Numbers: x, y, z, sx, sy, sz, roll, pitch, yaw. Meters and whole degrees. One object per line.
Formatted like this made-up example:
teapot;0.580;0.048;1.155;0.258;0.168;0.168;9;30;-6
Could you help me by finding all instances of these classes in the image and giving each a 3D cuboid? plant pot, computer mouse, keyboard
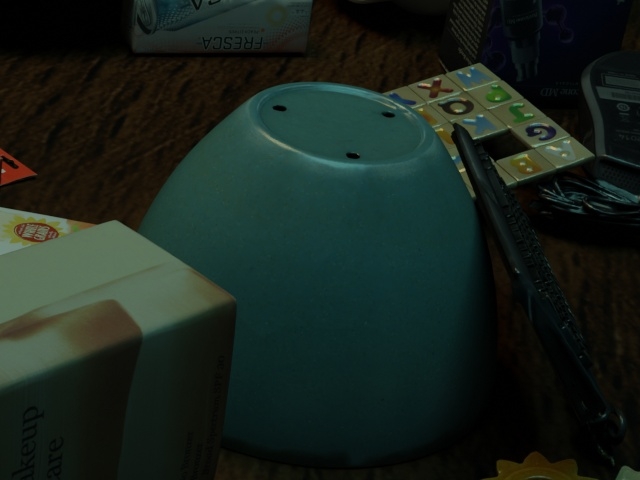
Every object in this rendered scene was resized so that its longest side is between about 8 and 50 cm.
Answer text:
plant pot;0.000;0.000;1.400;0.290;0.195;0.290;8;28;-4
computer mouse;0.287;-0.075;1.775;0.188;0.072;0.272;10;39;1
keyboard;0.164;0.041;1.416;0.033;0.201;0.317;-25;23;7

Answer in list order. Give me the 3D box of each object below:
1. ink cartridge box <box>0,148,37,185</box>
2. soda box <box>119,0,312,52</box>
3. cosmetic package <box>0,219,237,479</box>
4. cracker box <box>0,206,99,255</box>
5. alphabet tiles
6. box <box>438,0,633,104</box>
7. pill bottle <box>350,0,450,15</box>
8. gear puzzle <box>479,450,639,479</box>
ink cartridge box;-0.297;-0.065;1.597;0.115;0.029;0.063;-18;39;-41
soda box;-0.102;-0.223;1.912;0.183;0.063;0.058;-3;28;-21
cosmetic package;-0.204;0.109;1.182;0.129;0.153;0.296;31;36;35
cracker box;-0.280;0.031;1.388;0.232;0.067;0.155;11;28;0
alphabet tiles;0.091;-0.084;1.720;0.237;0.009;0.198;-18;37;-20
box;0.219;-0.245;1.908;0.153;0.207;0.108;-1;30;-18
pill bottle;0.167;-0.343;2.090;0.334;0.188;0.188;-13;36;-35
gear puzzle;0.256;0.218;1.248;0.339;0.044;0.175;16;38;18
